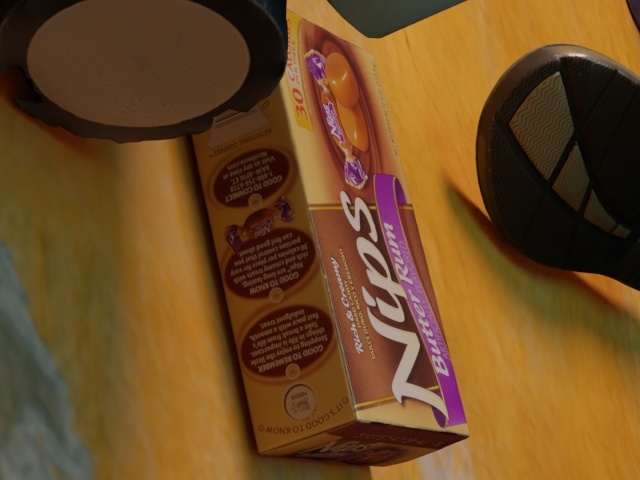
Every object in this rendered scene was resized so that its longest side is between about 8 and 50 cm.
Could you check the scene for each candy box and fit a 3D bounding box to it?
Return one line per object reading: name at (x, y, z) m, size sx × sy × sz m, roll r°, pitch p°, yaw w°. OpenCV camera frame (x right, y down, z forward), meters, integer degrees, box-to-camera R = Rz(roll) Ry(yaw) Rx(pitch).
candy box at (0.000, 0.000, 0.802) m, size 0.109 × 0.053 × 0.187 m, roll 19°, pitch 53°, yaw -60°

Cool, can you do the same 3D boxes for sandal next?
sandal at (0.167, -0.041, 1.142) m, size 0.086 × 0.120 × 0.303 m, roll 50°, pitch 11°, yaw 31°

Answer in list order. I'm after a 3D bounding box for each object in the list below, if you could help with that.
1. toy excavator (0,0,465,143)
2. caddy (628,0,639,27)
toy excavator at (0.076, -0.206, 0.644) m, size 0.433 × 0.445 × 0.222 m, roll 39°, pitch 38°, yaw -47°
caddy at (0.377, -0.264, 1.641) m, size 0.341 × 0.179 × 0.241 m, roll 13°, pitch 59°, yaw -61°
